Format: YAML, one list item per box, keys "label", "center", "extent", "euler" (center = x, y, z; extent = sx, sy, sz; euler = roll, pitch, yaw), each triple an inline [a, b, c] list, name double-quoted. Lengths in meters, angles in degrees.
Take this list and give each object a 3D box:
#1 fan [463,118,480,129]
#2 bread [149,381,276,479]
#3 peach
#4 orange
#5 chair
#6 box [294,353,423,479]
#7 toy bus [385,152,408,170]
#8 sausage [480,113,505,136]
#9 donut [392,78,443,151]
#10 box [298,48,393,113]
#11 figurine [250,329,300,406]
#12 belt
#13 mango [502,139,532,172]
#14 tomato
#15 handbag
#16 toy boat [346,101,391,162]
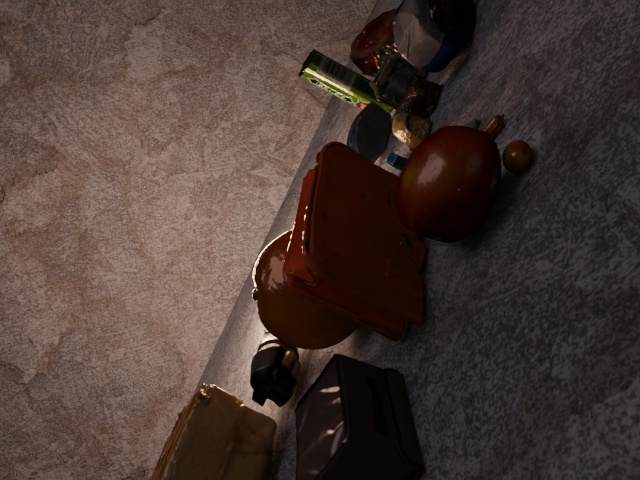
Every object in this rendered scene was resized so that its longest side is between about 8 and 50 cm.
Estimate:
- label: "fan"
  center: [0.325, -0.253, 1.489]
  extent: [0.038, 0.016, 0.193]
  euler: [-69, 15, -12]
- label: "bread"
  center: [-0.309, 0.639, 1.685]
  extent: [0.371, 0.279, 0.390]
  euler: [-50, 19, 50]
- label: "peach"
  center: [0.246, -0.113, 1.173]
  extent: [0.196, 0.190, 0.226]
  euler: [1, -65, -55]
- label: "orange"
  center: [-0.023, 0.118, 1.526]
  extent: [0.312, 0.312, 0.312]
  euler: [-58, 15, 25]
- label: "chair"
  center: [0.255, -0.511, 1.964]
  extent: [0.147, 0.136, 0.270]
  euler: [-61, 12, 20]
- label: "box"
  center: [0.057, 0.351, 1.108]
  extent: [0.188, 0.153, 0.252]
  euler: [-59, 16, 24]
- label: "toy bus"
  center: [0.220, -0.229, 1.776]
  extent: [0.038, 0.046, 0.083]
  euler: [-62, 15, 7]
- label: "sausage"
  center: [0.354, -0.227, 1.303]
  extent: [0.107, 0.031, 0.031]
  euler: [-53, 17, 39]
- label: "donut"
  center: [0.263, -0.351, 1.753]
  extent: [0.141, 0.085, 0.217]
  euler: [-43, 27, 56]
- label: "box"
  center: [0.097, -0.553, 2.182]
  extent: [0.097, 0.346, 0.134]
  euler: [-67, 13, -7]
- label: "figurine"
  center: [-0.128, 0.358, 1.813]
  extent: [0.308, 0.143, 0.308]
  euler: [15, -90, -88]
- label: "belt"
  center: [0.328, -0.634, 1.759]
  extent: [0.117, 0.212, 0.347]
  euler: [-45, 19, 50]
- label: "mango"
  center: [0.357, -0.156, 1.129]
  extent: [0.060, 0.046, 0.089]
  euler: [-62, 9, 12]
- label: "tomato"
  center: [0.264, -0.691, 2.204]
  extent: [0.309, 0.170, 0.309]
  euler: [-20, 39, 17]
- label: "handbag"
  center: [0.090, -0.012, 1.328]
  extent: [0.116, 0.303, 0.410]
  euler: [-50, 21, 42]
- label: "toy boat"
  center: [0.156, -0.336, 2.042]
  extent: [0.078, 0.127, 0.283]
  euler: [-36, 29, 51]
